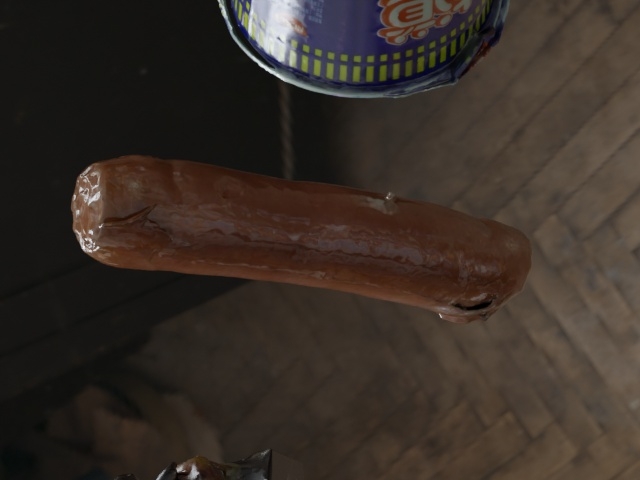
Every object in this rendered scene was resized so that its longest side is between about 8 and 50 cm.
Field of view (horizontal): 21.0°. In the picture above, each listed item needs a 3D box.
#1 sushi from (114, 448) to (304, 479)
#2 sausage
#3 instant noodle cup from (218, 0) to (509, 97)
[{"bbox_3d":[-0.151,0.350,1.897,0.227,0.212,0.216,-10,72,19],"label":"sushi"},{"bbox_3d":[0.000,0.000,1.371,0.094,0.418,0.094,-31,56,50],"label":"sausage"},{"bbox_3d":[0.043,-0.322,1.512,0.284,0.284,0.312,42,157,21],"label":"instant noodle cup"}]
